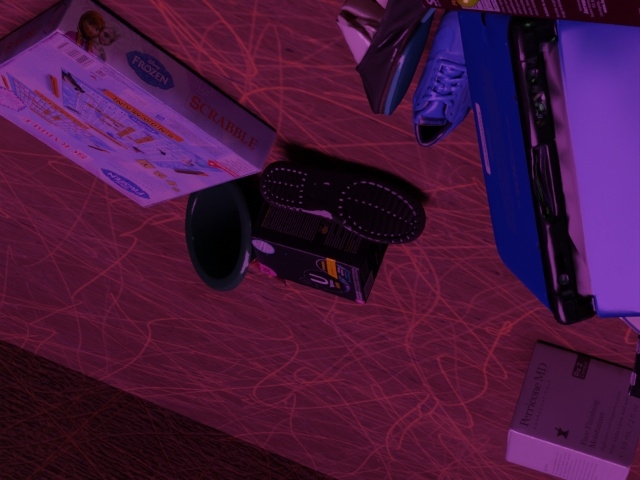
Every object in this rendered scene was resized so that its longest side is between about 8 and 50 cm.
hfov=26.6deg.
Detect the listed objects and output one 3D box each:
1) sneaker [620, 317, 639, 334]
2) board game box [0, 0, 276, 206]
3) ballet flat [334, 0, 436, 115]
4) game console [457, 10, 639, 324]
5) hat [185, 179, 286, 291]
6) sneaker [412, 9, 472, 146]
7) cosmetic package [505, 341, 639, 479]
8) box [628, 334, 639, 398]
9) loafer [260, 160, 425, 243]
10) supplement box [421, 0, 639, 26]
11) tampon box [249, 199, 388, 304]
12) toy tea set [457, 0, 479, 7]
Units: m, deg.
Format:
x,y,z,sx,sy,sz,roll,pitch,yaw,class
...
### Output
x,y,z,sx,sy,sz,roll,pitch,yaw,class
0.359,0.009,1.521,0.315,0.127,0.182,22,160,5,sneaker
-0.270,-0.171,1.781,0.318,0.066,0.318,35,154,-27,board game box
0.075,-0.231,1.317,0.096,0.095,0.280,32,147,3,ballet flat
0.256,-0.088,1.218,0.250,0.173,0.293,-123,19,-66,game console
-0.081,-0.017,1.974,0.183,0.173,0.208,-5,178,-34,hat
0.136,-0.165,1.405,0.069,0.082,0.209,23,156,3,sneaker
0.387,0.269,2.038,0.183,0.151,0.151,16,156,12,cosmetic package
0.569,0.171,1.751,0.322,0.079,0.257,15,158,17,box
0.033,-0.058,1.763,0.220,0.080,0.078,20,-170,4,loafer
0.201,-0.248,1.095,0.239,0.130,0.073,11,155,27,supplement box
0.000,0.000,1.863,0.161,0.101,0.120,16,156,15,tampon box
0.017,-0.318,1.013,0.336,0.200,0.124,24,-171,6,toy tea set
